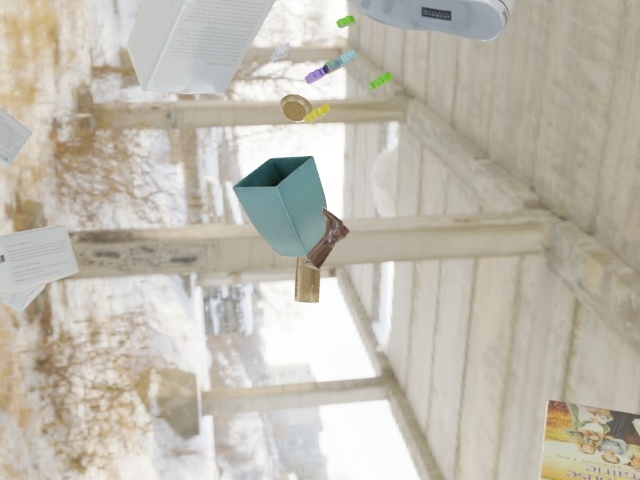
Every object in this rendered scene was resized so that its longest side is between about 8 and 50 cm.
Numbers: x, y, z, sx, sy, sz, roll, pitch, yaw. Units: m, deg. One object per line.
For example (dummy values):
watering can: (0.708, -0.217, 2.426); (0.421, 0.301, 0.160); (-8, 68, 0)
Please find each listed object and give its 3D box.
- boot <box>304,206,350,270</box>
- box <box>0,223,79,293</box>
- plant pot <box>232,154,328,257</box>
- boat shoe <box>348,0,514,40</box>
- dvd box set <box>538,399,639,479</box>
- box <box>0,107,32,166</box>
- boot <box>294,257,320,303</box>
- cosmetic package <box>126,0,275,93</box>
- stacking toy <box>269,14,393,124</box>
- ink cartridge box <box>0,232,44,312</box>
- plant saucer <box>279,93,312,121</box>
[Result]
boot: (0.000, 0.000, 1.626); (0.037, 0.114, 0.106); (38, -5, 43)
box: (-0.681, 0.052, 1.824); (0.181, 0.182, 0.119); (-18, -91, 36)
plant pot: (-0.085, -0.080, 2.123); (0.166, 0.165, 0.234); (3, -55, 42)
boat shoe: (0.232, -0.535, 1.697); (0.156, 0.367, 0.135); (-58, 155, -34)
dvd box set: (0.582, 0.433, 1.568); (0.420, 0.308, 0.062); (-29, 124, -69)
box: (-0.648, -0.214, 1.586); (0.087, 0.101, 0.102); (-59, 143, -13)
boot: (-0.054, 0.059, 2.495); (0.236, 0.089, 0.269); (157, -64, -75)
cosmetic package: (-0.259, -0.546, 1.856); (0.453, 0.230, 0.161); (-50, -125, 44)
stacking toy: (0.023, -0.363, 1.700); (0.166, 0.221, 0.052); (59, -20, 0)
ink cartridge box: (-0.893, 0.096, 2.342); (0.127, 0.176, 0.128); (-52, -175, 42)
plant saucer: (-0.062, -0.320, 1.976); (0.083, 0.084, 0.015); (96, 8, -46)
